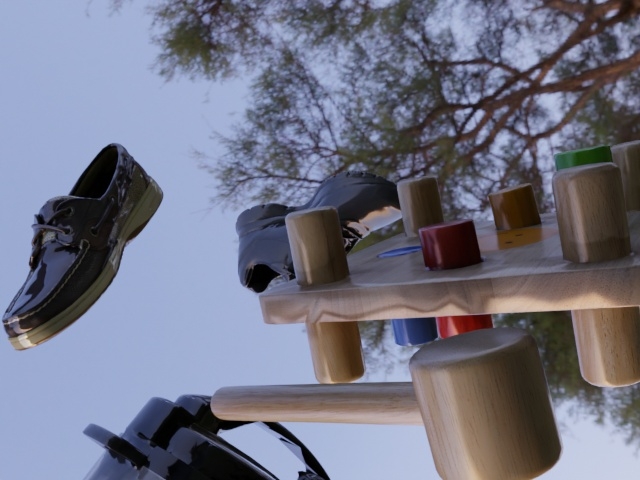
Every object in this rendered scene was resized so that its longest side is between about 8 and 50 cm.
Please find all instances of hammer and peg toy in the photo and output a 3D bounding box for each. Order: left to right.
[{"bbox_3d":[0.091,0.020,0.483,0.361,0.266,0.127,-20,-79,-56],"label":"hammer and peg toy"}]

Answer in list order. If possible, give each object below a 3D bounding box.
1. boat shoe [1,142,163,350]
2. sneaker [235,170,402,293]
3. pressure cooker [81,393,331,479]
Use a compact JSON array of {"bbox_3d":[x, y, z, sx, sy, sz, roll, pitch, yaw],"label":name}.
[{"bbox_3d":[-0.138,-0.003,0.401,0.049,0.056,0.152,60,-157,-27],"label":"boat shoe"},{"bbox_3d":[0.000,0.000,0.981,0.109,0.286,0.130,32,-130,-40],"label":"sneaker"},{"bbox_3d":[-0.146,0.408,0.845,0.420,0.376,0.369,-55,-19,-25],"label":"pressure cooker"}]
